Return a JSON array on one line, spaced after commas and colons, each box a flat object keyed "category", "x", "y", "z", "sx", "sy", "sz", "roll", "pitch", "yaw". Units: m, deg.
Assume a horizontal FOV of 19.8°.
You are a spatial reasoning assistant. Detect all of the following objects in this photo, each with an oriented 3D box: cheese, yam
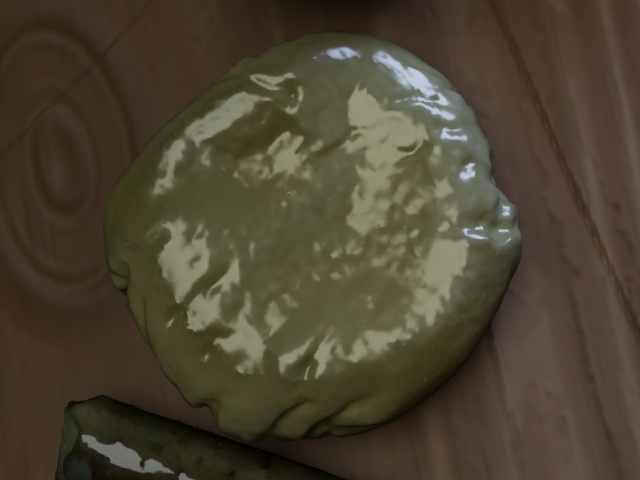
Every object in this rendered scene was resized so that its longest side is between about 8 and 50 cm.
[{"category": "cheese", "x": 0.000, "y": 0.000, "z": 1.029, "sx": 0.226, "sy": 0.117, "sz": 0.214, "roll": -34, "pitch": 79, "yaw": 2}, {"category": "yam", "x": -0.008, "y": 0.161, "z": 1.022, "sx": 0.317, "sy": 0.067, "sz": 0.071, "roll": 19, "pitch": 106, "yaw": 16}]
